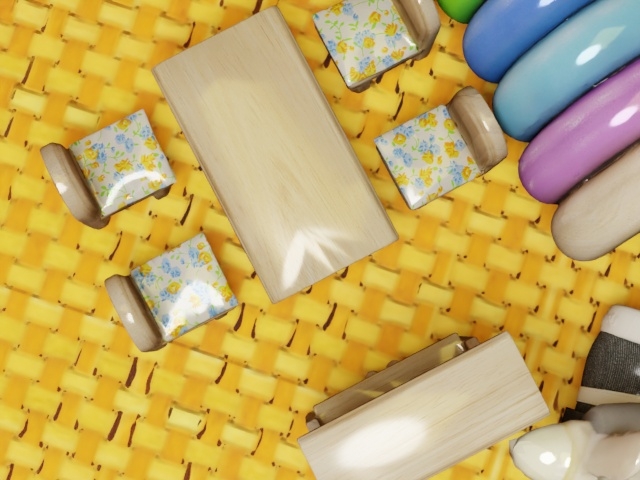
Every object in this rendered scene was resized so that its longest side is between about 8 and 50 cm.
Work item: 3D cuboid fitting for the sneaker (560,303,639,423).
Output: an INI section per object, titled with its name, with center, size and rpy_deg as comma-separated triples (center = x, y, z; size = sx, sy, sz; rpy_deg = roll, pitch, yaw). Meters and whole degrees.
[sneaker]
center = 0.231, 0.130, 0.756
size = 0.217, 0.079, 0.121
rpy_deg = 24, 89, 9

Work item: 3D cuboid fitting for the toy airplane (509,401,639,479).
[toy airplane]
center = 0.154, 0.266, 0.674
size = 0.386, 0.272, 0.384
rpy_deg = -44, 125, -13

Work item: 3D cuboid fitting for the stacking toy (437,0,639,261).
[stacking toy]
center = 0.099, -0.158, 0.747
size = 0.141, 0.141, 0.330
rpy_deg = -33, 83, -3

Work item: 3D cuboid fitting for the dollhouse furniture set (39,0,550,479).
[dollhouse furniture set]
center = 0.000, 0.000, 0.712
size = 0.212, 0.161, 0.242
rpy_deg = -27, 87, -2
